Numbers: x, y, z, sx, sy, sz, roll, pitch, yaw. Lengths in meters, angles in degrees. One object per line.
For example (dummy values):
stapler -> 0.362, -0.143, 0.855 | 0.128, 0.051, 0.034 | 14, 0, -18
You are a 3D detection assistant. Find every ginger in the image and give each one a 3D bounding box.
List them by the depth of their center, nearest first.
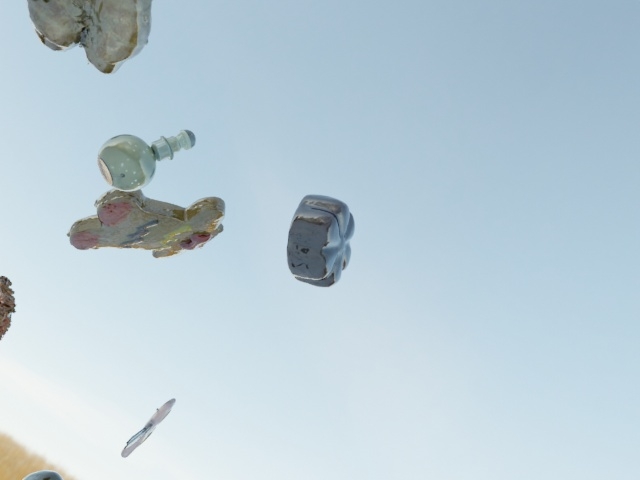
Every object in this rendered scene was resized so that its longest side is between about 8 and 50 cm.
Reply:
ginger -> -0.538, -0.511, 1.246 | 0.304, 0.155, 0.244 | 8, -46, -22

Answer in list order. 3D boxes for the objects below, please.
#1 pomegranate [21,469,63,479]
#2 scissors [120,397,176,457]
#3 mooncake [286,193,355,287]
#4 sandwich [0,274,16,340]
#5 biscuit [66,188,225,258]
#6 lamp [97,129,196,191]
pomegranate -> -0.709, 0.659, 1.359 | 0.131, 0.191, 0.151 | -19, -88, 20
scissors -> -0.368, 0.396, 1.156 | 0.024, 0.160, 0.317 | 41, -14, 2
mooncake -> 0.000, 0.000, 1.433 | 0.134, 0.244, 0.244 | 11, -42, 22
sandwich -> -0.802, 0.173, 1.347 | 0.235, 0.159, 0.079 | 46, -7, 42
biscuit -> -0.485, -0.035, 1.626 | 0.394, 0.076, 0.368 | 12, -33, -45
lamp -> -0.277, -0.143, 0.908 | 0.091, 0.163, 0.091 | 38, -35, 33
